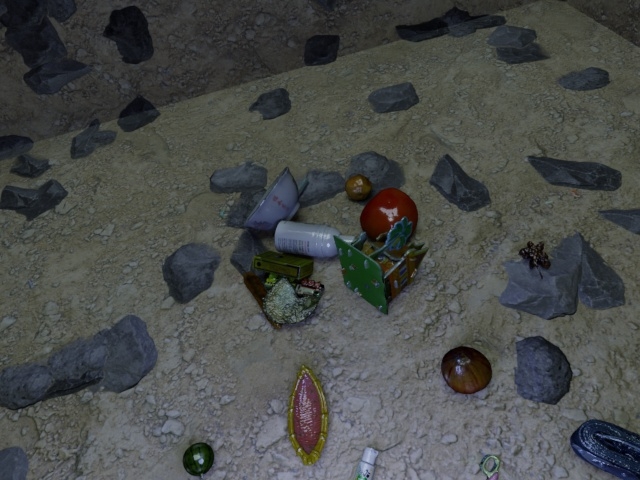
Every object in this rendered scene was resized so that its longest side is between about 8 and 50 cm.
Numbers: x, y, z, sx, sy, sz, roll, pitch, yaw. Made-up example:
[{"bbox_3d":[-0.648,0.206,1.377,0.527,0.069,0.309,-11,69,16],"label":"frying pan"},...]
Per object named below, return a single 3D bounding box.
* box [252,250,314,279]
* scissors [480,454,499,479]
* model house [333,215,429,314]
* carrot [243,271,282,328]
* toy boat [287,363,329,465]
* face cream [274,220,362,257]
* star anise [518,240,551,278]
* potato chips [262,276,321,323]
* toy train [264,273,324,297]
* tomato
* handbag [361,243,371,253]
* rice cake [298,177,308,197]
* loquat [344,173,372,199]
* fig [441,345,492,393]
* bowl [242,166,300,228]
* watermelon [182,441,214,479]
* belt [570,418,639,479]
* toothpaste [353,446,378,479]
[{"bbox_3d":[-0.156,0.101,1.892,0.220,0.064,0.141,10,12,23],"label":"box"},{"bbox_3d":[0.471,0.712,1.286,0.187,0.020,0.133,-31,47,-17],"label":"scissors"},{"bbox_3d":[0.241,0.039,1.703,0.242,0.357,0.313,31,64,35],"label":"model house"},{"bbox_3d":[-0.232,0.242,1.833,0.066,0.066,0.314,-29,50,-12],"label":"carrot"},{"bbox_3d":[-0.042,0.573,1.479,0.141,0.099,0.318,-12,50,7],"label":"toy boat"},{"bbox_3d":[0.000,0.000,1.936,0.370,0.145,0.145,5,51,17],"label":"face cream"},{"bbox_3d":[0.829,0.075,1.733,0.097,0.070,0.190,-4,51,6],"label":"star anise"},{"bbox_3d":[-0.115,0.241,1.775,0.220,0.029,0.202,12,55,17],"label":"potato chips"},{"bbox_3d":[-0.104,0.187,1.861,0.250,0.053,0.085,10,61,19],"label":"toy train"},{"bbox_3d":[0.299,-0.109,1.942,0.260,0.180,0.259,-7,56,10],"label":"tomato"},{"bbox_3d":[0.211,0.047,1.925,0.083,0.027,0.061,22,58,30],"label":"handbag"},{"bbox_3d":[-0.112,-0.235,2.244,0.033,0.033,0.207,12,53,24],"label":"rice cake"},{"bbox_3d":[0.180,-0.256,2.150,0.137,0.113,0.137,-27,34,20],"label":"loquat"},{"bbox_3d":[0.459,0.406,1.466,0.149,0.202,0.148,-29,22,36],"label":"fig"},{"bbox_3d":[-0.196,-0.158,2.075,0.157,0.345,0.345,37,57,-11],"label":"bowl"},{"bbox_3d":[-0.388,0.701,1.442,0.109,0.109,0.109,-7,48,7],"label":"watermelon"},{"bbox_3d":[0.823,0.578,1.249,0.218,0.128,0.122,19,55,25],"label":"belt"},{"bbox_3d":[0.100,0.765,1.311,0.058,0.056,0.314,-24,34,51],"label":"toothpaste"}]
